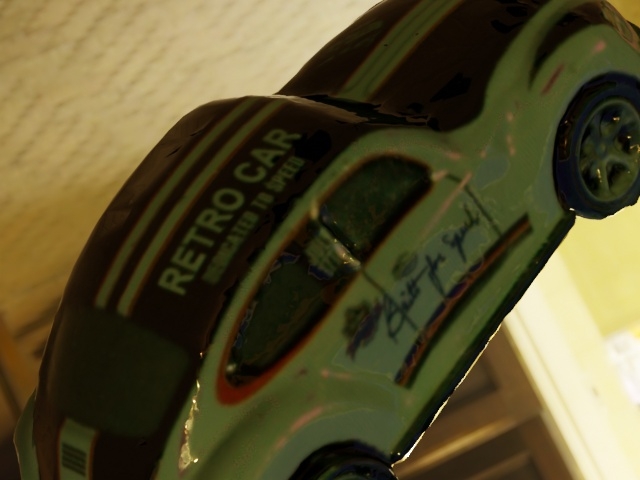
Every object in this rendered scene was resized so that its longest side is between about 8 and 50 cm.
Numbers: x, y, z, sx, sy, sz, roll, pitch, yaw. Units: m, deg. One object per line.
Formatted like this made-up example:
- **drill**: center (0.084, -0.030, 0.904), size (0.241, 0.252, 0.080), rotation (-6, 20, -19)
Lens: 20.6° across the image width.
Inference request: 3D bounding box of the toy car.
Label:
- **toy car**: center (0.000, 0.000, 0.647), size (0.136, 0.125, 0.306), rotation (14, -119, 48)
